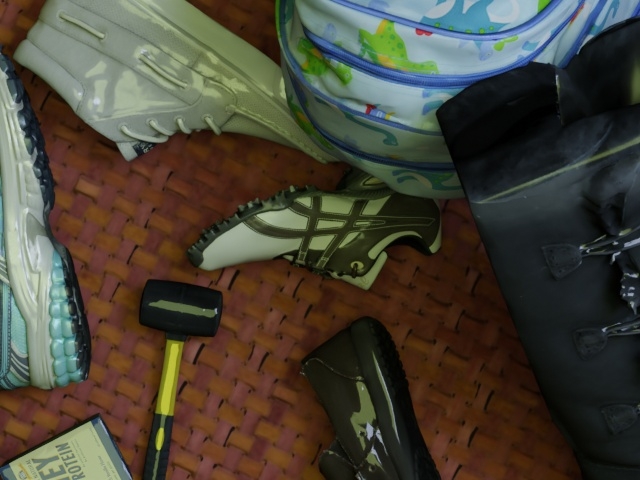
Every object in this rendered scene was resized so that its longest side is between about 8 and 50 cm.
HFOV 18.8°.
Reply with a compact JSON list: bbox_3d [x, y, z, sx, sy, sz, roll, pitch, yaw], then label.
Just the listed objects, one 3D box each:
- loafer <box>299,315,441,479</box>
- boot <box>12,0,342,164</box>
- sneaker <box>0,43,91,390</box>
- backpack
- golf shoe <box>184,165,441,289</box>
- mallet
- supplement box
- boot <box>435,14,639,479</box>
[{"bbox_3d":[0.041,0.170,1.455,0.078,0.080,0.220,-19,78,16],"label":"loafer"},{"bbox_3d":[-0.102,-0.105,1.449,0.258,0.095,0.123,35,91,3],"label":"boot"},{"bbox_3d":[-0.254,-0.023,1.411,0.122,0.110,0.283,-13,88,-4],"label":"sneaker"},{"bbox_3d":[0.102,-0.206,1.356,0.290,0.273,0.355,24,81,9],"label":"backpack"},{"bbox_3d":[0.000,0.000,1.452,0.198,0.077,0.094,-19,89,-6],"label":"golf shoe"},{"bbox_3d":[-0.107,0.124,1.456,0.062,0.039,0.189,2,91,-3],"label":"mallet"},{"bbox_3d":[-0.185,0.170,1.417,0.083,0.083,0.056,-28,90,-7],"label":"supplement box"},{"bbox_3d":[0.301,0.012,1.329,0.367,0.146,0.445,-31,128,-7],"label":"boot"}]
